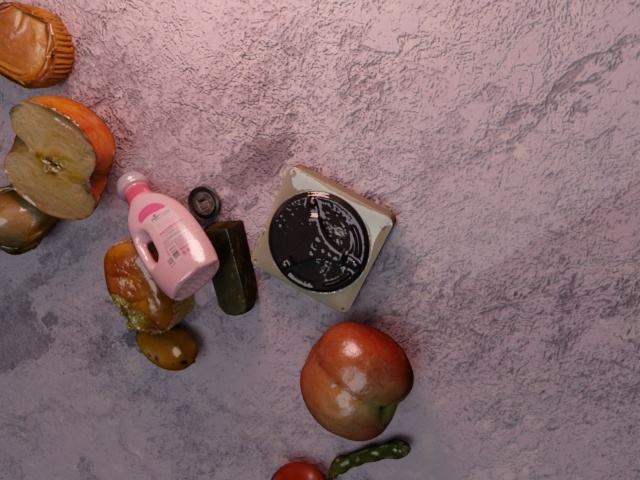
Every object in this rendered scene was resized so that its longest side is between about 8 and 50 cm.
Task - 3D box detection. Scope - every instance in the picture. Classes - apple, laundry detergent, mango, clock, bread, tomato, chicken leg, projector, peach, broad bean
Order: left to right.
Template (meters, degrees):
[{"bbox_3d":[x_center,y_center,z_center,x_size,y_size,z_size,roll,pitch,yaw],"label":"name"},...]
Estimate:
[{"bbox_3d":[-0.873,-0.050,1.545,0.429,0.153,0.201,-5,132,-11],"label":"chicken leg"},{"bbox_3d":[-0.679,-0.455,1.447,0.199,0.104,0.199,4,106,14],"label":"bread"},{"bbox_3d":[-0.593,-0.213,1.461,0.251,0.163,0.293,29,127,-2],"label":"apple"},{"bbox_3d":[-0.429,0.108,1.525,0.179,0.133,0.250,-9,105,17],"label":"bread"},{"bbox_3d":[-0.367,-0.025,1.421,0.159,0.088,0.335,-42,64,3],"label":"laundry detergent"},{"bbox_3d":[-0.395,0.276,1.587,0.178,0.090,0.115,4,112,23],"label":"mango"},{"bbox_3d":[-0.276,-0.089,1.469,0.085,0.017,0.085,6,109,18],"label":"clock"},{"bbox_3d":[-0.066,0.646,1.551,0.167,0.167,0.167,6,109,17],"label":"tomato"},{"bbox_3d":[0.000,0.000,1.367,0.259,0.079,0.257,28,113,7],"label":"projector"},{"bbox_3d":[0.075,0.303,1.359,0.252,0.252,0.252,6,109,17],"label":"peach"},{"bbox_3d":[0.113,0.534,1.515,0.256,0.052,0.053,-30,55,27],"label":"broad bean"}]

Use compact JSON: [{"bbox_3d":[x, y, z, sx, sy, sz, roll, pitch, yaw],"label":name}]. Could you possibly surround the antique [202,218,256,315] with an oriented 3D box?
[{"bbox_3d":[-0.212,0.068,1.465,0.081,0.080,0.221,-5,106,22],"label":"antique"}]
